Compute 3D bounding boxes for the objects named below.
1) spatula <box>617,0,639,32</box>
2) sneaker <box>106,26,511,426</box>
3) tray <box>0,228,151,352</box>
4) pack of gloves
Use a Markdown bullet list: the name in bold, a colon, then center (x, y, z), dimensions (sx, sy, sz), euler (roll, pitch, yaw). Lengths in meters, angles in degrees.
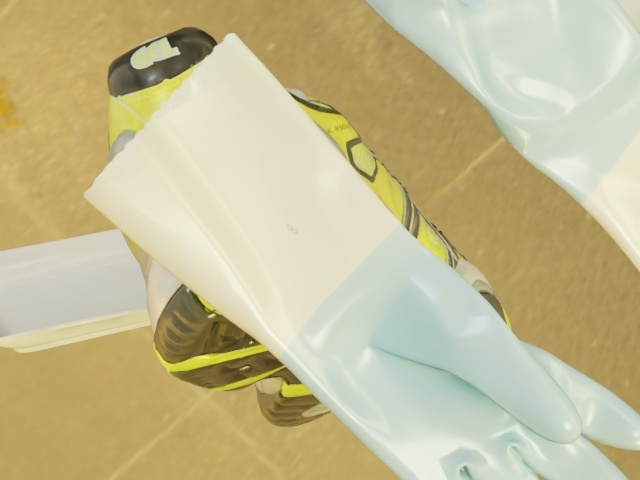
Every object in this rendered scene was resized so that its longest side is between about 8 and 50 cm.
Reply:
- **spatula**: center (0.269, -0.131, 0.871), dimensions (0.242, 0.168, 0.019), euler (-31, 127, 2)
- **sneaker**: center (0.000, 0.000, 0.949), dimensions (0.145, 0.384, 0.147), euler (-22, 74, 4)
- **tray**: center (-0.135, 0.030, 1.370), dimensions (0.145, 0.270, 0.030), euler (36, 131, 53)
- **pack of gloves**: center (0.066, -0.012, 0.676), dimensions (0.232, 0.046, 0.195), euler (42, 83, -6)
